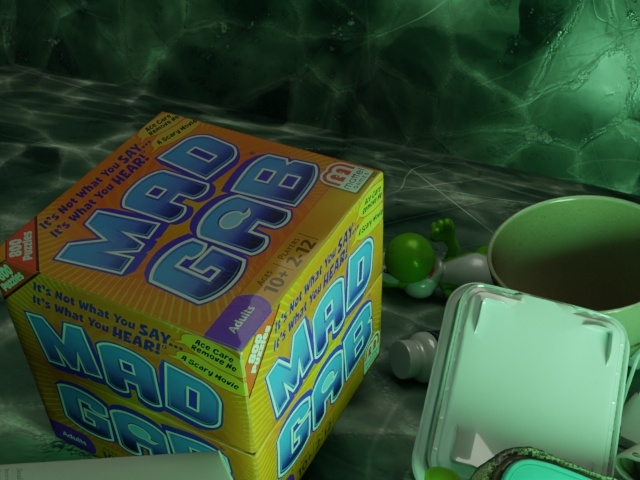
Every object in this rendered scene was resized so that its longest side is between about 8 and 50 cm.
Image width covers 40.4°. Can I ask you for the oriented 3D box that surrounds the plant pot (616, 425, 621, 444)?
[{"bbox_3d":[0.357,0.302,1.332,0.165,0.167,0.167,24,23,15],"label":"plant pot"}]

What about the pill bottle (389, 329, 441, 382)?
[{"bbox_3d":[0.215,0.210,1.592,0.169,0.094,0.094,-1,22,-30],"label":"pill bottle"}]

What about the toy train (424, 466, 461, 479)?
[{"bbox_3d":[0.144,0.348,1.102,0.105,0.143,0.248,17,21,19],"label":"toy train"}]

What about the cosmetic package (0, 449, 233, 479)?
[{"bbox_3d":[-0.265,0.337,0.859,0.365,0.197,0.155,3,20,-24],"label":"cosmetic package"}]

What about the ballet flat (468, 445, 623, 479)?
[{"bbox_3d":[0.406,0.385,1.090,0.483,0.164,0.182,20,-20,1],"label":"ballet flat"}]

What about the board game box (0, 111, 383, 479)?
[{"bbox_3d":[-0.149,0.097,1.185,0.356,0.356,0.356,18,45,22],"label":"board game box"}]

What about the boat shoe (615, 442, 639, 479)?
[{"bbox_3d":[0.553,0.385,1.278,0.096,0.098,0.277,-3,14,-32],"label":"boat shoe"}]

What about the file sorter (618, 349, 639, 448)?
[{"bbox_3d":[0.665,0.288,1.480,0.277,0.173,0.193,21,22,30],"label":"file sorter"}]

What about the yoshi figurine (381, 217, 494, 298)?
[{"bbox_3d":[0.289,0.061,1.902,0.362,0.203,0.203,3,29,7],"label":"yoshi figurine"}]

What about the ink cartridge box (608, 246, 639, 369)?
[{"bbox_3d":[0.602,0.141,1.731,0.189,0.232,0.066,31,59,13],"label":"ink cartridge box"}]

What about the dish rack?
[{"bbox_3d":[0.298,0.226,1.245,0.285,0.333,0.072,14,-22,5],"label":"dish rack"}]

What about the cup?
[{"bbox_3d":[0.479,0.107,1.589,0.331,0.237,0.331,-8,36,6],"label":"cup"}]
